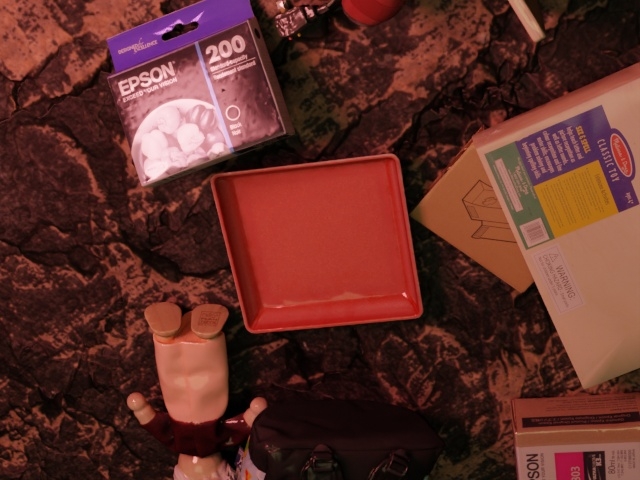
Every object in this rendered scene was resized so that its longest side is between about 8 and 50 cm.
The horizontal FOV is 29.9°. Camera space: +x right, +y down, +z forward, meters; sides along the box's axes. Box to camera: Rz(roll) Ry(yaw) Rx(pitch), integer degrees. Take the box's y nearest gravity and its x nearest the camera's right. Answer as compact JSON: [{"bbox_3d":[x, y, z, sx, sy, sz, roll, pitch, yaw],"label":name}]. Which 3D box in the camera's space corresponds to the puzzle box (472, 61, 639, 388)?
[{"bbox_3d":[0.402,-0.017,1.594,0.272,0.052,0.408,-23,114,11],"label":"puzzle box"}]

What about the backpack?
[{"bbox_3d":[-0.009,0.406,1.789,0.290,0.273,0.355,2,108,-20],"label":"backpack"}]

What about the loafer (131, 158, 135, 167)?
[{"bbox_3d":[-0.152,-0.144,1.589,0.223,0.076,0.078,-30,102,17],"label":"loafer"}]

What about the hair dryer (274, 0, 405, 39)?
[{"bbox_3d":[0.017,-0.352,1.408,0.294,0.080,0.223,-9,121,33],"label":"hair dryer"}]

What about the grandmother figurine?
[{"bbox_3d":[-0.181,0.254,1.807,0.208,0.104,0.342,7,123,9],"label":"grandmother figurine"}]

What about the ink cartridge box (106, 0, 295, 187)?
[{"bbox_3d":[-0.161,-0.198,1.525,0.206,0.045,0.208,-20,86,14],"label":"ink cartridge box"}]

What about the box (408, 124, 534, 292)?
[{"bbox_3d":[0.249,-0.041,1.633,0.201,0.021,0.164,34,117,-12],"label":"box"}]

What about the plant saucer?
[{"bbox_3d":[0.000,0.000,1.670,0.259,0.047,0.259,-6,119,10],"label":"plant saucer"}]

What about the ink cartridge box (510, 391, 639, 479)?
[{"bbox_3d":[0.391,0.348,1.796,0.193,0.088,0.234,-6,119,8],"label":"ink cartridge box"}]

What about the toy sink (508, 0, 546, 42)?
[{"bbox_3d":[0.243,-0.372,1.374,0.131,0.152,0.234,-28,111,20],"label":"toy sink"}]
